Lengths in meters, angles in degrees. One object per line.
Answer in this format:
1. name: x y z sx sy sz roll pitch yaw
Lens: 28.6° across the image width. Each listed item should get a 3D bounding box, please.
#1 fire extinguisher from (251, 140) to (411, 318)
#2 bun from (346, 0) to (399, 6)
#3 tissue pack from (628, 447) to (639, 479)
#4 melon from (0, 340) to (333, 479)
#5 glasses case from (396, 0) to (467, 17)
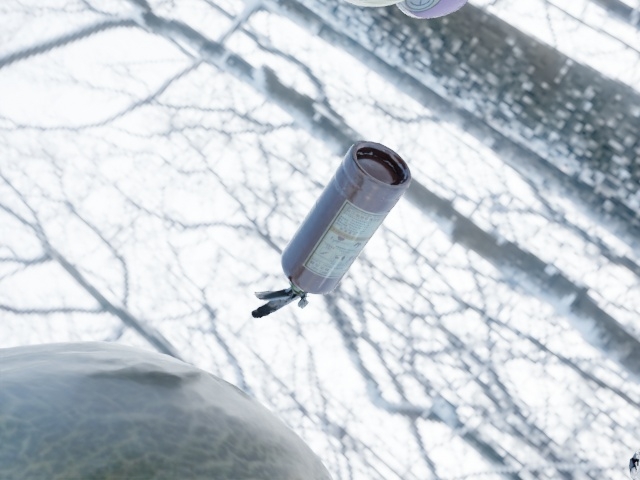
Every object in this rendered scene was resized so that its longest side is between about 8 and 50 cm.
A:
1. fire extinguisher: 0.000 0.000 1.308 0.099 0.071 0.231 -10 -35 -45
2. bun: 0.037 -0.369 1.067 0.213 0.361 0.361 -22 -33 0
3. tissue pack: 0.230 0.060 0.227 0.210 0.198 0.370 -41 -2 -7
4. melon: -0.122 0.160 0.447 0.329 0.248 0.248 -6 -52 -45
5. glasses case: 0.123 -0.416 1.456 0.123 0.076 0.316 -20 -65 -31
